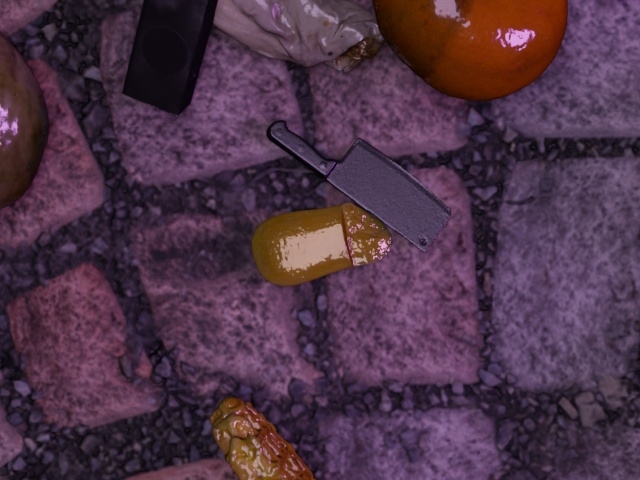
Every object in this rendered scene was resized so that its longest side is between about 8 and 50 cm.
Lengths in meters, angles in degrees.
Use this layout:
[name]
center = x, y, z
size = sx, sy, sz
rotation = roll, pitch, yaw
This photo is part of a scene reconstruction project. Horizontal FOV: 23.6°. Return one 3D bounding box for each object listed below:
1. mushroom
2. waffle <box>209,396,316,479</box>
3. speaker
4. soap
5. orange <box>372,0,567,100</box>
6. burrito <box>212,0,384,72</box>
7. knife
[mushroom]
center = -0.444, -0.131, 1.809
size = 0.212, 0.217, 0.292
rotation = 14, 92, 1
[waffle]
center = -0.057, 0.276, 1.812
size = 0.055, 0.160, 0.211
rotation = -36, 89, 5
[speaker]
center = -0.173, -0.261, 1.820
size = 0.082, 0.044, 0.218
rotation = 23, 121, 7
[soap]
center = 0.000, 0.000, 1.864
size = 0.169, 0.033, 0.089
rotation = -16, 89, 4
[orange]
center = 0.171, -0.278, 1.769
size = 0.240, 0.171, 0.240
rotation = 3, 82, -22
[burrito]
center = -0.108, -0.304, 1.848
size = 0.392, 0.076, 0.117
rotation = 27, 119, 4
[knife]
center = 0.047, -0.084, 1.868
size = 0.245, 0.019, 0.072
rotation = 35, 81, 3
